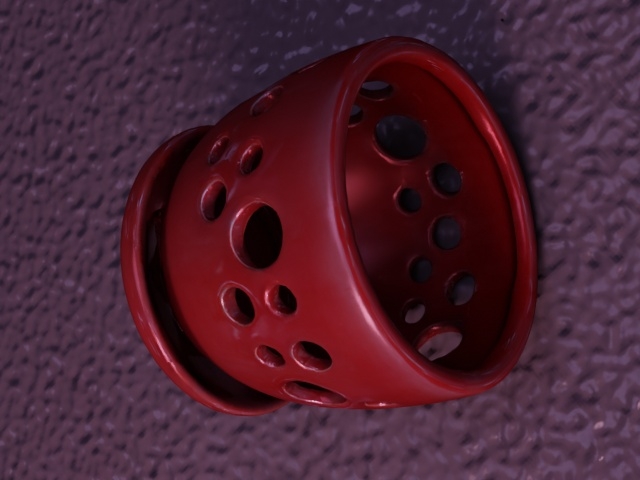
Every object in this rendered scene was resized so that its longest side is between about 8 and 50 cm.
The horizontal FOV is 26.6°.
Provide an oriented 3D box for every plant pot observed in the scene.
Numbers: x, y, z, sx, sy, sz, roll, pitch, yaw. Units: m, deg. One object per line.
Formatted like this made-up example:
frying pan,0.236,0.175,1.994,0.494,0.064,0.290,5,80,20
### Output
plant pot,0.000,0.000,0.740,0.174,0.191,0.191,-12,79,37
